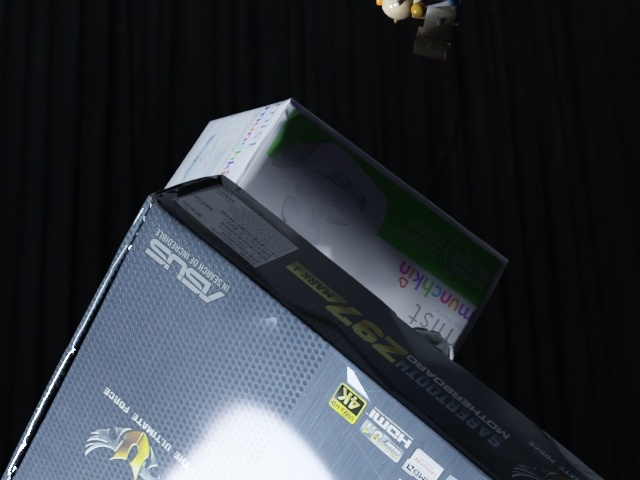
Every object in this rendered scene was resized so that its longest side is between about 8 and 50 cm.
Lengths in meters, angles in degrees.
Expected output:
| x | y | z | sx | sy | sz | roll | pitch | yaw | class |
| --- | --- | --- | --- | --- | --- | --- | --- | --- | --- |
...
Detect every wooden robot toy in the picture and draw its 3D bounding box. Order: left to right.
| x | y | z | sx | sy | sz | roll | pitch | yaw | class |
| --- | --- | --- | --- | --- | --- | --- | --- | --- | --- |
| 0.091 | -0.217 | 1.479 | 0.079 | 0.173 | 0.076 | 12 | 111 | 0 | wooden robot toy |

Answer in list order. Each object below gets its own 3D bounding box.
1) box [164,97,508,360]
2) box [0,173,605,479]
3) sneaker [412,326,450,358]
| x | y | z | sx | sy | sz | roll | pitch | yaw | class |
| --- | --- | --- | --- | --- | --- | --- | --- | --- | --- |
| 0.000 | 0.000 | 1.433 | 0.262 | 0.127 | 0.231 | 36 | 165 | -17 | box |
| -0.011 | 0.114 | 0.624 | 0.059 | 0.232 | 0.183 | -23 | 148 | -57 | box |
| 0.015 | 0.176 | 1.049 | 0.107 | 0.118 | 0.279 | 5 | 138 | -15 | sneaker |
